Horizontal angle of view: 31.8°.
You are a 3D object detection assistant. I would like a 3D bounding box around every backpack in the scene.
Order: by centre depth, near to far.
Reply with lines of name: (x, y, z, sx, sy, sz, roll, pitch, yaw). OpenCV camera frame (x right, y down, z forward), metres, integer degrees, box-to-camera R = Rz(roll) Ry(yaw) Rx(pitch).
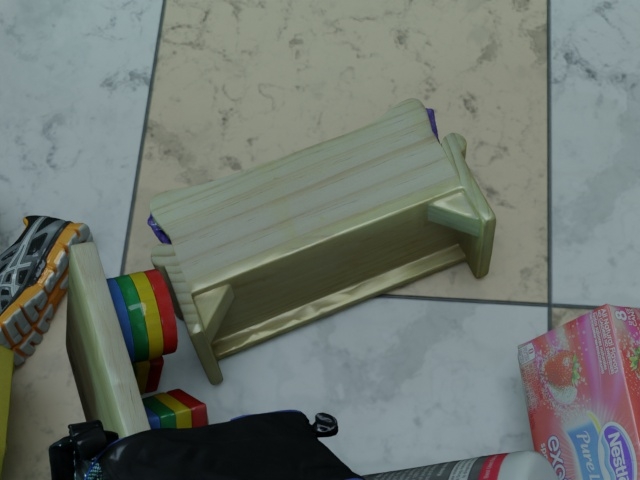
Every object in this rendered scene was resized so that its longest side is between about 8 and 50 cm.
backpack: (-0.097, 0.286, 0.921, 0.276, 0.263, 0.213, 5, 35, -42)

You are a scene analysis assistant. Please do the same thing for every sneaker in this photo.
sneaker: (-0.347, 0.061, 1.285, 0.083, 0.084, 0.215, 22, 61, 15)

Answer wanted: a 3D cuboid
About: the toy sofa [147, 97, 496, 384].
toy sofa: (0.000, 0.000, 1.252, 0.362, 0.150, 0.177, -22, 62, -7)

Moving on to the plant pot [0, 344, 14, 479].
plant pot: (-0.414, 0.199, 1.138, 0.187, 0.212, 0.212, 7, 36, -15)

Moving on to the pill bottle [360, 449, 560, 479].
pill bottle: (0.070, 0.306, 1.059, 0.318, 0.176, 0.176, -14, 64, 25)

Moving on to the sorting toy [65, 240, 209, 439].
sorting toy: (-0.182, 0.162, 1.144, 0.089, 0.255, 0.257, -12, 66, -20)

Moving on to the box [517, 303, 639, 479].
box: (0.316, 0.228, 1.111, 0.154, 0.142, 0.300, 9, 62, -30)
